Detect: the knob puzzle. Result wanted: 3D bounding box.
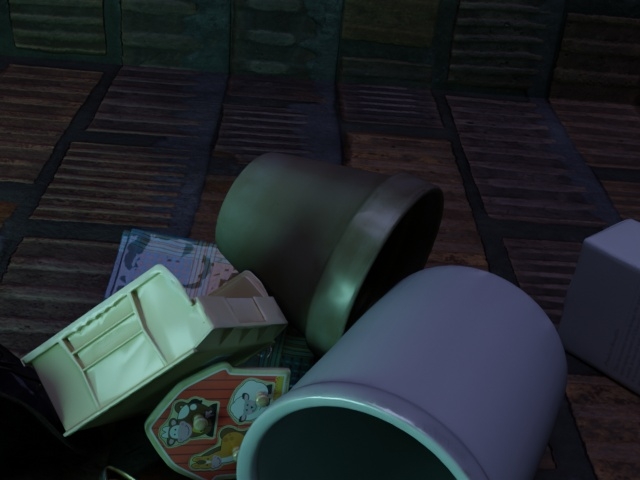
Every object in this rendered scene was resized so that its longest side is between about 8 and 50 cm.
[{"bbox_3d":[-0.141,0.256,1.184,0.213,0.213,0.030,-4,22,-17],"label":"knob puzzle"}]

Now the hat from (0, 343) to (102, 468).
[{"bbox_3d":[-0.473,0.228,1.202,0.331,0.331,0.134,31,77,36],"label":"hat"}]

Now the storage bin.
[{"bbox_3d":[-0.215,0.143,1.205,0.123,0.260,0.262,60,15,14],"label":"storage bin"}]

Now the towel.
[{"bbox_3d":[-0.182,0.116,1.456,0.370,0.040,0.271,9,55,-1],"label":"towel"}]

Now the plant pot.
[{"bbox_3d":[0.000,0.000,1.381,0.280,0.323,0.323,29,36,20],"label":"plant pot"}]

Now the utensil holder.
[{"bbox_3d":[0.130,0.246,1.133,0.327,0.328,0.385,19,30,22],"label":"utensil holder"}]

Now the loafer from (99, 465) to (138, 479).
[{"bbox_3d":[-0.229,0.354,1.131,0.170,0.061,0.062,21,32,23],"label":"loafer"}]

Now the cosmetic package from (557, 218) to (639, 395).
[{"bbox_3d":[0.639,0.169,1.438,0.161,0.230,0.453,-20,40,-38],"label":"cosmetic package"}]
